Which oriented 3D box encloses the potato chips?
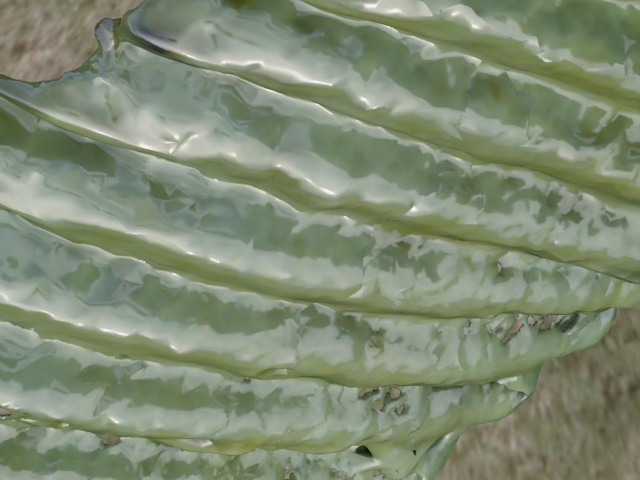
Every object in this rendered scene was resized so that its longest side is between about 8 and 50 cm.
[{"bbox_3d":[0.004,0.005,0.817,0.373,0.097,0.389,-38,133,21],"label":"potato chips"}]
